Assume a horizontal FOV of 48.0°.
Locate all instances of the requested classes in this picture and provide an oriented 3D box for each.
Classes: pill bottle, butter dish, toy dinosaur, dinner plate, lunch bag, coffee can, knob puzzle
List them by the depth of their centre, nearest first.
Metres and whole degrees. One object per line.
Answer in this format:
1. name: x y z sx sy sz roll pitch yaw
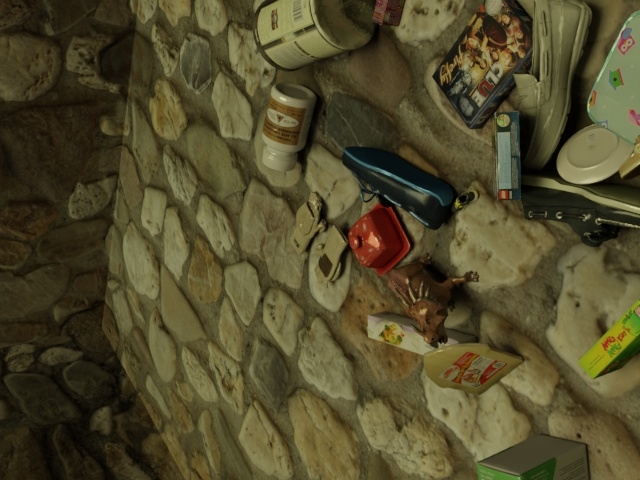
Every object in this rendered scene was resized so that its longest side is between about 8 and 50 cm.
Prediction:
1. lunch bag: 0.587 -0.238 1.142 0.279 0.107 0.224 45 130 39
2. dinner plate: 0.491 -0.162 1.294 0.141 0.017 0.141 -27 39 24
3. knob puzzle: 0.314 0.270 1.583 0.213 0.213 0.030 126 156 -44
4. toy dinosaur: 0.218 0.114 1.650 0.295 0.200 0.127 30 121 48
5. butter dish: 0.126 -0.001 1.825 0.160 0.118 0.160 -50 58 48
6. coffee can: -0.017 -0.557 1.832 0.275 0.201 0.202 0 98 54
7. pill bottle: -0.098 -0.322 2.055 0.131 0.131 0.229 45 131 40

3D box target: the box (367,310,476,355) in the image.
1. box: 0.240 0.236 1.762 0.324 0.067 0.063 10 106 52

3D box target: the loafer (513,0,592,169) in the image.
1. loafer: 0.414 -0.294 1.347 0.112 0.111 0.320 -72 -9 -75

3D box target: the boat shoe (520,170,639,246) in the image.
1. boat shoe: 0.491 -0.047 1.302 0.340 0.127 0.113 23 116 52

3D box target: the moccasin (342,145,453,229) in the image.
1. moccasin: 0.164 -0.128 1.732 0.342 0.137 0.117 39 132 44

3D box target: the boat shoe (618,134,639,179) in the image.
1. boat shoe: 0.518 -0.150 1.122 0.135 0.050 0.045 -48 55 35

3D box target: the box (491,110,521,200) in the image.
1. box: 0.358 -0.166 1.395 0.044 0.233 0.159 -3 97 12

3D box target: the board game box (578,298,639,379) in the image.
1. board game box: 0.554 0.172 1.289 0.043 0.092 0.181 57 138 32

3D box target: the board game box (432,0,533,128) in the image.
1. board game box: 0.348 -0.376 1.499 0.165 0.042 0.243 61 140 25

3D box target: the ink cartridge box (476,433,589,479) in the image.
1. ink cartridge box: 0.436 0.565 1.435 0.121 0.211 0.290 -3 95 54

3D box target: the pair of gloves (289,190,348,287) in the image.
1. pair of gloves: 0.000 0.000 2.067 0.240 0.042 0.204 53 139 37

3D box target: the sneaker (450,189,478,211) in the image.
1. sneaker: 0.315 -0.089 1.613 0.083 0.035 0.031 -43 62 49

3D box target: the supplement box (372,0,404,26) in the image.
1. supplement box: 0.164 -0.557 1.706 0.043 0.054 0.083 43 129 43
